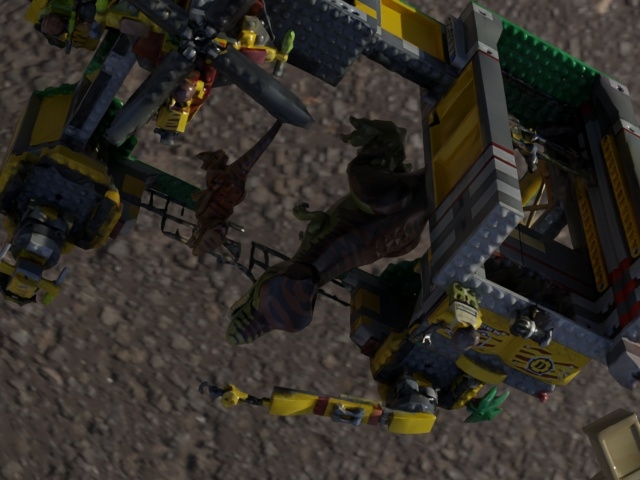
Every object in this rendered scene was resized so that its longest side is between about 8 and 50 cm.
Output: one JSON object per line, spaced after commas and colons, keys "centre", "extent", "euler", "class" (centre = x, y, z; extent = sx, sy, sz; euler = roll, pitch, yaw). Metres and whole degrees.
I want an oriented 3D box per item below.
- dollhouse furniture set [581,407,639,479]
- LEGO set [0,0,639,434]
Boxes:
{"centre": [0.329, 0.213, 1.165], "extent": [0.161, 0.101, 0.182], "euler": [-24, 98, -11], "class": "dollhouse furniture set"}
{"centre": [0.000, 0.000, 0.582], "extent": [0.331, 0.192, 0.255], "euler": [33, 123, -22], "class": "LEGO set"}
